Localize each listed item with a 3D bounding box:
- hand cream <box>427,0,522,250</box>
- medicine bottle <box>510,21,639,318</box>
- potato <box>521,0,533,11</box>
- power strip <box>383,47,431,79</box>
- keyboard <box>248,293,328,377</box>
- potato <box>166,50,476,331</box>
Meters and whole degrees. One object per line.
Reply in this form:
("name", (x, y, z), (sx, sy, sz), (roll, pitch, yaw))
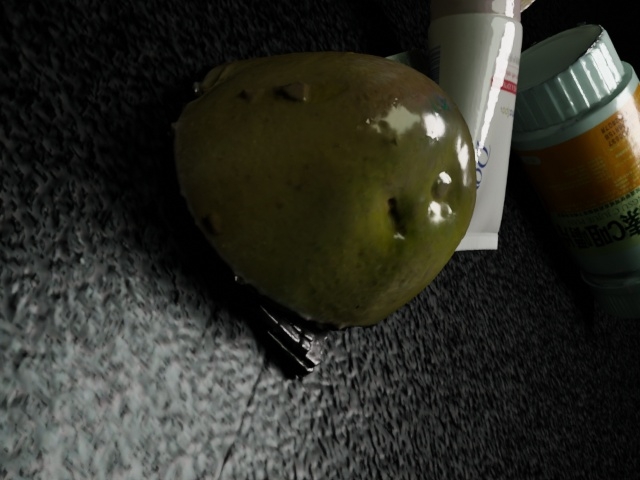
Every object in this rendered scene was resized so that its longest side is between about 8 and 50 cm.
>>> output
("hand cream", (0.136, -0.112, 0.806), (0.133, 0.083, 0.248), (-5, 94, -58))
("medicine bottle", (0.325, -0.078, 1.036), (0.318, 0.158, 0.158), (57, 30, -20))
("potato", (0.189, -0.327, 1.085), (0.120, 0.100, 0.261), (36, 35, 25))
("power strip", (0.069, -0.137, 0.784), (0.136, 0.019, 0.051), (-33, 101, -62))
("keyboard", (0.000, 0.000, 0.569), (0.060, 0.018, 0.195), (51, 32, -23))
("potato", (0.022, -0.049, 0.522), (0.202, 0.117, 0.182), (22, 49, -45))
